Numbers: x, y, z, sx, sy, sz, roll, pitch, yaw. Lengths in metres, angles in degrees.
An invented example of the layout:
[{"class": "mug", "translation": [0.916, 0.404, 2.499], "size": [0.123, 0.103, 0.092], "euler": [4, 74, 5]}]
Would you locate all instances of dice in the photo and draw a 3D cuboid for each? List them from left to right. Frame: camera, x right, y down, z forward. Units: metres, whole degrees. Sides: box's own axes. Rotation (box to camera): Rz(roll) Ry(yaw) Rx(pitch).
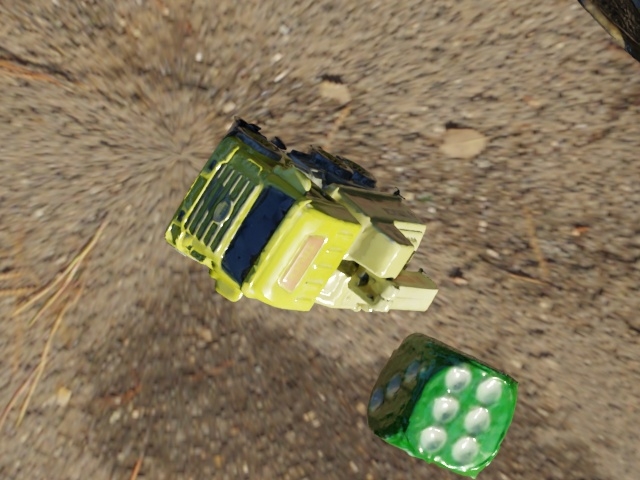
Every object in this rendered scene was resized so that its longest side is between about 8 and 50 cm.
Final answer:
[{"class": "dice", "translation": [0.137, 0.184, 1.748], "size": [0.131, 0.120, 0.128], "euler": [26, 89, -19]}]

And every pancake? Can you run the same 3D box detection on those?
[{"class": "pancake", "translation": [0.351, -0.269, 1.827], "size": [0.184, 0.190, 0.020], "euler": [37, 120, -20]}]

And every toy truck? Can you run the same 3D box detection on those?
[{"class": "toy truck", "translation": [0.000, 0.000, 1.345], "size": [0.157, 0.272, 0.124], "euler": [37, 101, 26]}]
